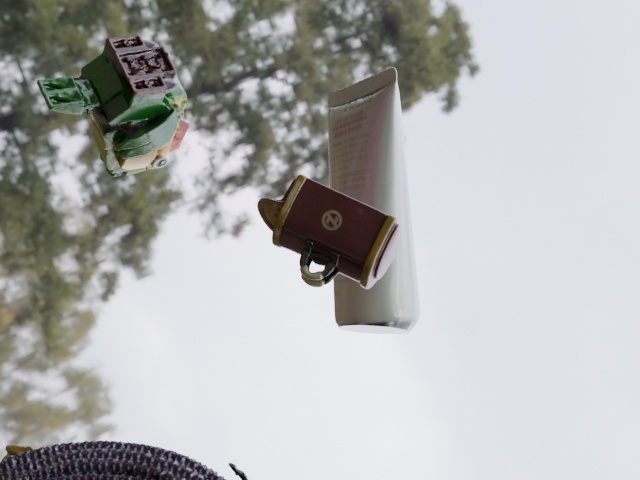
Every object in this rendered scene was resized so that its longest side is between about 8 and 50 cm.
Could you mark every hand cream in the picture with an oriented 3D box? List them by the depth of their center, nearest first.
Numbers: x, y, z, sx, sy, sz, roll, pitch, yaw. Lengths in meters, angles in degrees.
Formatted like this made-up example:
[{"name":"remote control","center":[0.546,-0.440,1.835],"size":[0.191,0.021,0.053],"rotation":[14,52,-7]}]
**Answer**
[{"name":"hand cream","center":[0.070,-0.048,1.793],"size":[0.185,0.118,0.358],"rotation":[-13,-101,62]}]

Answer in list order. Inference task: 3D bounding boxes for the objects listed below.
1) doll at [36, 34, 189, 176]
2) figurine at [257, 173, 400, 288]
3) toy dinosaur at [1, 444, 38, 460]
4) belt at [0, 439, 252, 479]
[{"name":"doll","center":[-0.208,-0.135,1.373],"size":[0.106,0.134,0.186],"rotation":[59,-7,25]},{"name":"figurine","center":[-0.001,-0.001,1.368],"size":[0.154,0.098,0.082],"rotation":[23,-18,13]},{"name":"toy dinosaur","center":[-0.288,0.322,1.473],"size":[0.212,0.142,0.057],"rotation":[12,-24,15]},{"name":"belt","center":[-0.196,0.300,1.094],"size":[0.122,0.325,0.260],"rotation":[87,7,-50]}]
